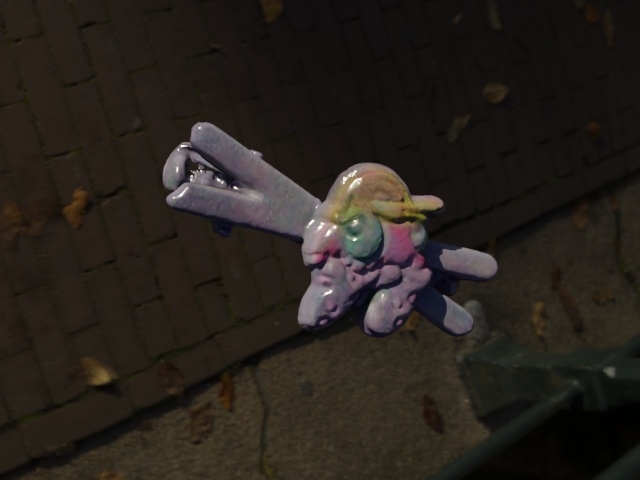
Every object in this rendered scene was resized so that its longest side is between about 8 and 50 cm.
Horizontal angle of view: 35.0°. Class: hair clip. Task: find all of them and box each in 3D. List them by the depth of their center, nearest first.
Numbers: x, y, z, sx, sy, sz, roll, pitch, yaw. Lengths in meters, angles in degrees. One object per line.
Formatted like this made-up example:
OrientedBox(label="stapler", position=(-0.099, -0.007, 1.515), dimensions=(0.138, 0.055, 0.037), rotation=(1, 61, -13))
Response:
OrientedBox(label="hair clip", position=(-0.003, -0.003, 0.774), dimensions=(0.278, 0.090, 0.137), rotation=(24, 84, 4))
